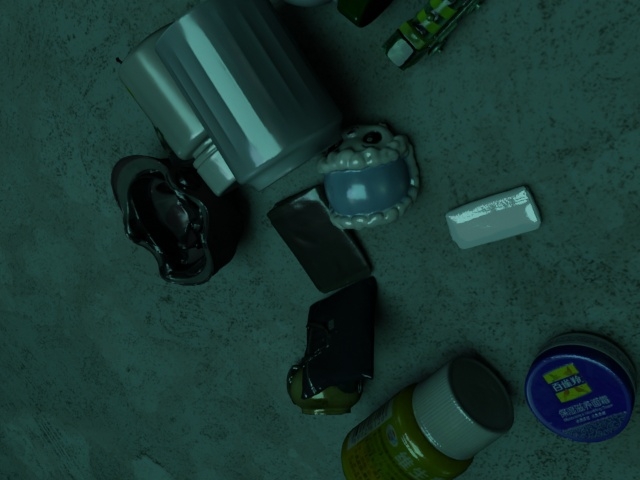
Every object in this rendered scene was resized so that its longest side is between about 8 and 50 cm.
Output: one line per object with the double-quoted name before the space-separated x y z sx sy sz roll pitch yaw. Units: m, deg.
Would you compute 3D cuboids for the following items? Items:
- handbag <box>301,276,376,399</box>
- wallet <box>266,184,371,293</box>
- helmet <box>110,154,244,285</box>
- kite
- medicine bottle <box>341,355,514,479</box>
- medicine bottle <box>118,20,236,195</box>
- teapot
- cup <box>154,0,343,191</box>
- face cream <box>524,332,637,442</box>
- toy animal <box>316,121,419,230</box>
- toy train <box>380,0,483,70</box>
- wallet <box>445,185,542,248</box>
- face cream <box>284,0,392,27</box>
"handbag" 0.040 0.223 1.583 0.211 0.254 0.088 -27 135 35
"wallet" 0.000 0.000 1.601 0.168 0.052 0.245 -24 104 35
"helmet" -0.316 -0.071 1.649 0.338 0.197 0.271 54 133 3
"kite" -0.346 -0.296 1.604 0.015 0.169 0.310 -36 80 35
"medicine bottle" 0.235 0.436 1.570 0.224 0.224 0.384 44 125 4
"medicine bottle" -0.253 -0.279 1.506 0.208 0.208 0.340 -34 94 36
"teapot" 0.004 0.329 1.701 0.269 0.173 0.183 -13 74 50
"cup" -0.111 -0.292 1.350 0.236 0.323 0.327 -30 97 28
"face cream" 0.525 0.292 1.408 0.205 0.111 0.206 12 117 24
"toy animal" 0.084 -0.129 1.426 0.208 0.156 0.204 -3 115 26
"toy train" 0.209 -0.396 1.242 0.083 0.132 0.200 45 128 2
"wallet" 0.343 -0.042 1.398 0.190 0.033 0.095 -20 100 34
"face cream" -0.001 -0.566 1.222 0.357 0.219 0.312 39 124 3
